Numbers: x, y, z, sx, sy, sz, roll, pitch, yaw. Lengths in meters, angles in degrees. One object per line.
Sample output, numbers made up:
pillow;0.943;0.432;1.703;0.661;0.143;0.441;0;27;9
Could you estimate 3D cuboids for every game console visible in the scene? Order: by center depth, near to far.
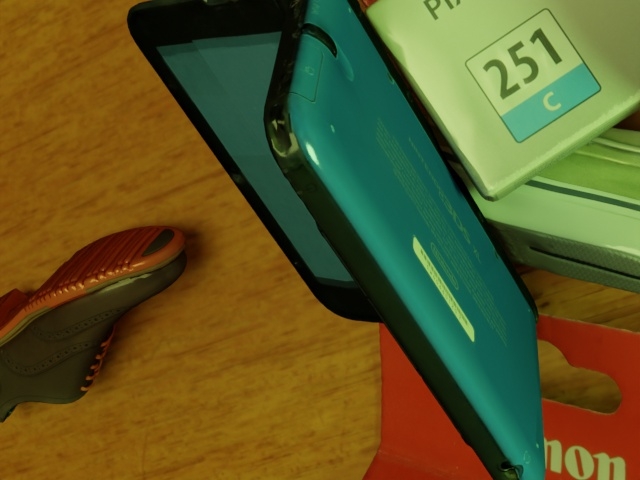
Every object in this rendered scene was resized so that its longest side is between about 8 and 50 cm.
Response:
game console;0.000;0.000;0.794;0.173;0.250;0.293;-22;122;22

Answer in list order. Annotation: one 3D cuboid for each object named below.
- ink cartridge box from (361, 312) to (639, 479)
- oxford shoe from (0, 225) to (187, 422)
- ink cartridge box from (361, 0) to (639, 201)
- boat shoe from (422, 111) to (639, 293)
ink cartridge box;0.122;0.242;0.874;0.308;0.091;0.385;10;103;44
oxford shoe;-0.198;0.070;1.075;0.271;0.097;0.098;-26;105;32
ink cartridge box;0.154;-0.210;0.795;0.296;0.066;0.261;-34;83;6
boat shoe;0.118;-0.045;0.888;0.302;0.109;0.094;18;72;24
